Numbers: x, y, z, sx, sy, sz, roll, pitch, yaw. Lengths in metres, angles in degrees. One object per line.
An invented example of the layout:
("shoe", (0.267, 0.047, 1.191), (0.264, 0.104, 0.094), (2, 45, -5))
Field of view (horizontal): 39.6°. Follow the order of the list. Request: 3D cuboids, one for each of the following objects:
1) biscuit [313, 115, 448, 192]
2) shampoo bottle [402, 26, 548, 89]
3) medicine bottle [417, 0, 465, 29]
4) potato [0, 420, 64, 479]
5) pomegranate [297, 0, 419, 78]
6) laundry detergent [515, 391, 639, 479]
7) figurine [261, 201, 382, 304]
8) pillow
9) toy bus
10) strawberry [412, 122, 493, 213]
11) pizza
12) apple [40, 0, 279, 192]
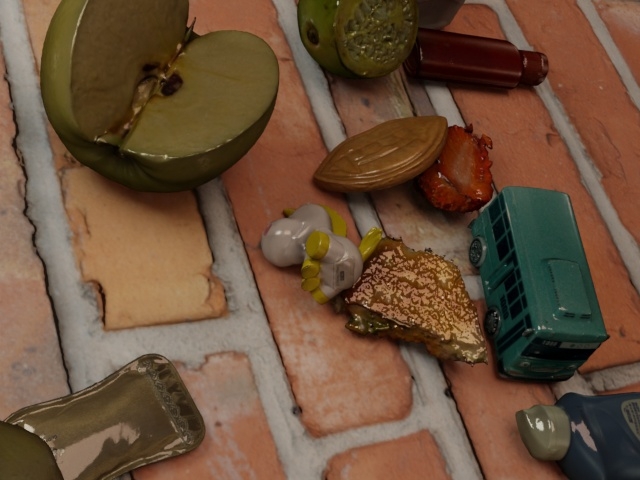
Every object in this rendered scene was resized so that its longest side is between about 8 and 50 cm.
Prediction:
("biscuit", (0.094, -0.128, 1.310), (0.221, 0.029, 0.142), (-23, 38, -7))
("shampoo bottle", (0.269, -0.310, 1.538), (0.260, 0.064, 0.102), (3, 54, -22))
("medicine bottle", (0.132, -0.511, 1.584), (0.161, 0.111, 0.296), (-12, 66, -30))
("potato", (-0.376, 0.287, 0.782), (0.243, 0.221, 0.326), (42, 57, 4))
("pomegranate", (0.058, -0.380, 1.406), (0.190, 0.240, 0.159), (23, 8, -43))
("laundry detergent", (0.400, 0.273, 1.204), (0.290, 0.094, 0.143), (7, 63, -15))
("figurine", (-0.008, 0.002, 1.201), (0.130, 0.109, 0.178), (-30, 39, -24))
("pillow", (-0.243, 0.213, 1.003), (0.218, 0.033, 0.130), (-20, 69, -32))
("toy bus", (0.306, 0.059, 1.263), (0.128, 0.147, 0.256), (6, 56, -17))
("strawberry", (0.210, -0.104, 1.377), (0.121, 0.082, 0.188), (37, 39, -4))
("pizza", (0.129, 0.084, 1.218), (0.226, 0.069, 0.147), (19, 63, 0))
("apple", (-0.221, -0.197, 1.155), (0.295, 0.233, 0.257), (34, 64, -18))
